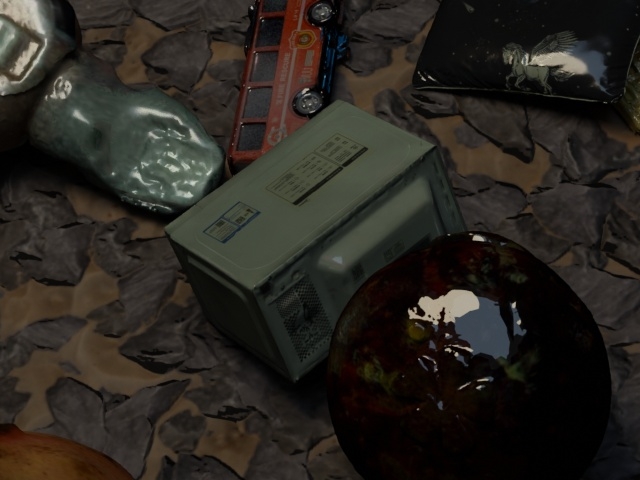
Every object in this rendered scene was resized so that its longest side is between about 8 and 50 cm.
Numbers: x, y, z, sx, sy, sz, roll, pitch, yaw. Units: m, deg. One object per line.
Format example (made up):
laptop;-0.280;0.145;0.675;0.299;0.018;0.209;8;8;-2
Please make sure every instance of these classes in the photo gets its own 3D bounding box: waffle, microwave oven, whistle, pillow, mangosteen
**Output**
waffle;0.301;-0.166;1.739;0.092;0.021;0.135;-26;61;-11
microwave oven;0.000;0.000;1.572;0.208;0.122;0.162;-38;41;-19
whistle;-0.247;-0.132;1.690;0.348;0.189;0.189;31;63;-2
pillow;0.200;-0.193;1.729;0.208;0.055;0.141;10;68;23
mangosteen;0.129;0.101;1.491;0.231;0.231;0.289;15;21;12

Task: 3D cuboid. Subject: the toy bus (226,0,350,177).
toy bus;-0.028;-0.156;1.723;0.096;0.073;0.234;0;58;11

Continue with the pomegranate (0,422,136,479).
pomegranate;-0.256;0.269;1.329;0.322;0.322;0.322;-2;58;2
